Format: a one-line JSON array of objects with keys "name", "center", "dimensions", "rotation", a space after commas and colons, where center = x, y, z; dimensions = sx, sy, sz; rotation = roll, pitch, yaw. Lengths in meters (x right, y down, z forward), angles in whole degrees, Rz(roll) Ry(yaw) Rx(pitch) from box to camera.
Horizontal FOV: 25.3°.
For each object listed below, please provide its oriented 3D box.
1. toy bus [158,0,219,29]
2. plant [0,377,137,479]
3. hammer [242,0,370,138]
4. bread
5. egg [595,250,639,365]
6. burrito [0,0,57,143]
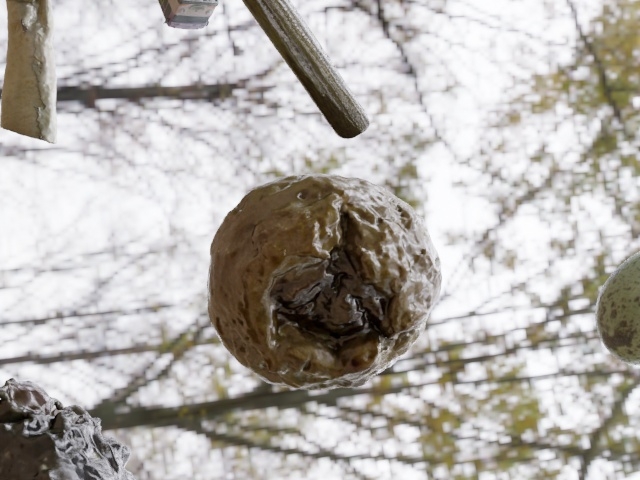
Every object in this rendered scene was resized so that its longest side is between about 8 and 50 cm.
[{"name": "toy bus", "center": [-0.150, -0.273, 1.525], "dimensions": [0.058, 0.052, 0.102], "rotation": [-59, -137, 44]}, {"name": "plant", "center": [-0.260, 0.238, 1.279], "dimensions": [0.178, 0.204, 0.234], "rotation": [-44, -129, 6]}, {"name": "hammer", "center": [-0.043, -0.187, 1.154], "dimensions": [0.365, 0.111, 0.043], "rotation": [51, 22, -51]}, {"name": "bread", "center": [0.000, 0.046, 1.349], "dimensions": [0.123, 0.230, 0.230], "rotation": [-91, -171, -60]}, {"name": "egg", "center": [0.431, 0.081, 1.849], "dimensions": [0.172, 0.132, 0.132], "rotation": [-62, -150, 4]}, {"name": "burrito", "center": [-0.381, -0.231, 1.864], "dimensions": [0.087, 0.060, 0.226], "rotation": [-6, -99, 28]}]
